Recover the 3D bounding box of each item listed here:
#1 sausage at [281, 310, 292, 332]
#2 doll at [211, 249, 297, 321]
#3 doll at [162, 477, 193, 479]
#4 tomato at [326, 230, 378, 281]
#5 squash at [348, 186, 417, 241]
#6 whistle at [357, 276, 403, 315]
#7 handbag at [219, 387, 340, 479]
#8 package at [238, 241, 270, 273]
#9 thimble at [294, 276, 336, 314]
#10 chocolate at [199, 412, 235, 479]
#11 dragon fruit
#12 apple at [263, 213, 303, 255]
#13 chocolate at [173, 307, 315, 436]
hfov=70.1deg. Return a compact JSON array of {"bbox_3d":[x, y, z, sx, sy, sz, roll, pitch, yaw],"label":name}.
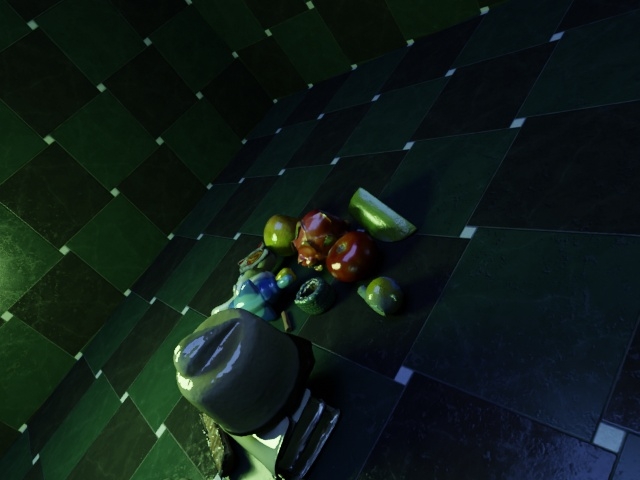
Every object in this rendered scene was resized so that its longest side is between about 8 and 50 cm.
[{"bbox_3d":[-0.131,0.307,1.736,0.026,0.026,0.116,-41,29,7],"label":"sausage"},{"bbox_3d":[-0.270,0.204,1.874,0.366,0.187,0.376,8,73,62],"label":"doll"},{"bbox_3d":[-0.361,0.837,1.152,0.379,0.252,0.382,-10,51,45],"label":"doll"},{"bbox_3d":[0.117,0.060,1.624,0.195,0.136,0.195,-34,32,24],"label":"tomato"},{"bbox_3d":[0.232,-0.060,1.737,0.289,0.203,0.111,41,85,25],"label":"squash"},{"bbox_3d":[0.187,0.167,1.443,0.123,0.123,0.223,-53,15,-13],"label":"whistle"},{"bbox_3d":[-0.145,0.523,1.354,0.359,0.160,0.236,5,61,53],"label":"handbag"},{"bbox_3d":[-0.293,0.077,1.971,0.154,0.030,0.239,-40,14,-4],"label":"package"},{"bbox_3d":[-0.017,0.201,1.662,0.135,0.090,0.118,-24,33,36],"label":"thimble"},{"bbox_3d":[-0.344,0.650,1.533,0.329,0.065,0.102,35,114,60],"label":"chocolate"},{"bbox_3d":[0.002,-0.005,1.773,0.224,0.224,0.227,50,126,60],"label":"dragon fruit"},{"bbox_3d":[-0.154,-0.023,2.011,0.196,0.196,0.196,-31,32,23],"label":"apple"},{"bbox_3d":[-0.227,0.329,1.264,0.314,0.297,0.326,-4,39,39],"label":"chocolate"}]
